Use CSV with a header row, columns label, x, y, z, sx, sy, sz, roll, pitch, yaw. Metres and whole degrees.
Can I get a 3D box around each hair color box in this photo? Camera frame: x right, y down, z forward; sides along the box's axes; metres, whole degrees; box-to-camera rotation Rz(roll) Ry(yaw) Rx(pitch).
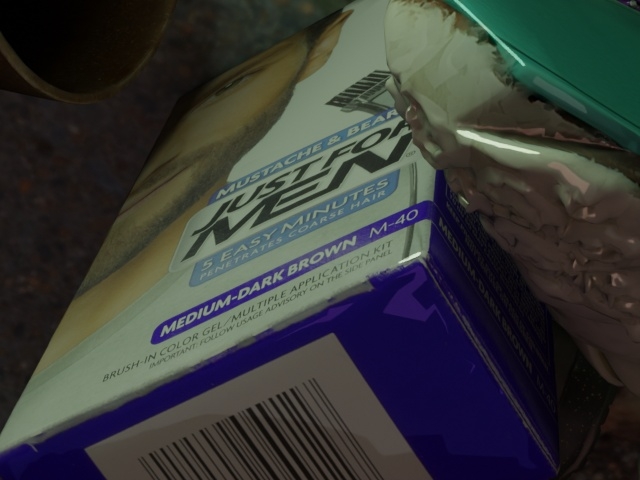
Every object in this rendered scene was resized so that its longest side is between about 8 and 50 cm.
label,x,y,z,sx,sy,sz,roll,pitch,yaw
hair color box,0.000,0.000,0.633,0.185,0.339,0.110,-26,110,19

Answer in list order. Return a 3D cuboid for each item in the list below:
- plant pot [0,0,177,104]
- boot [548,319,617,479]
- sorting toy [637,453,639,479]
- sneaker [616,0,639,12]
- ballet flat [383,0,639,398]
label,x,y,z,sx,sy,sz,roll,pitch,yaw
plant pot,-0.209,-0.177,0.657,0.230,0.215,0.215,5,119,20
boot,0.058,0.138,0.812,0.161,0.083,0.246,21,83,-4
sorting toy,0.339,0.056,0.766,0.257,0.089,0.255,18,119,-4
sneaker,0.183,-0.129,0.696,0.170,0.071,0.068,1,118,7
ballet flat,0.178,0.012,0.549,0.409,0.147,0.147,11,123,-33
